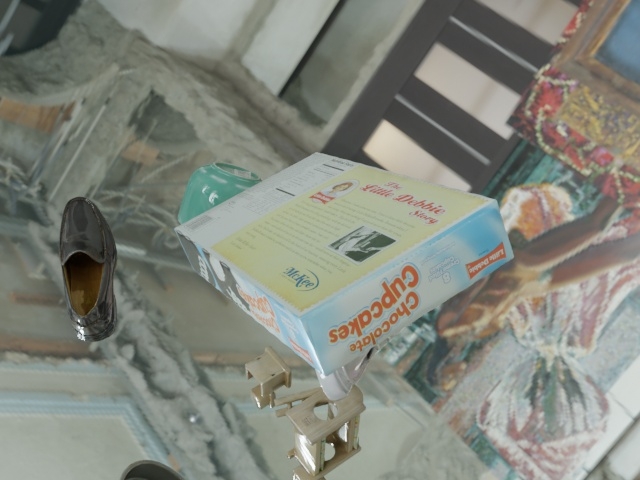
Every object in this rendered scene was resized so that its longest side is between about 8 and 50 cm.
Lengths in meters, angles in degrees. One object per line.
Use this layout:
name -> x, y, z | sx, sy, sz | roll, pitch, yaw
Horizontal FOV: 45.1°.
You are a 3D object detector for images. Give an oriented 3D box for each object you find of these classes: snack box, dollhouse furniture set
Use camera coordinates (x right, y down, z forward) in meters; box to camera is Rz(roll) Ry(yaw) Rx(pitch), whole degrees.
snack box -> 0.000, 0.000, 0.713 | 0.322, 0.187, 0.060 | 26, 142, 61
dollhouse furniture set -> -0.022, 0.253, 1.099 | 0.101, 0.182, 0.161 | -27, -128, -27

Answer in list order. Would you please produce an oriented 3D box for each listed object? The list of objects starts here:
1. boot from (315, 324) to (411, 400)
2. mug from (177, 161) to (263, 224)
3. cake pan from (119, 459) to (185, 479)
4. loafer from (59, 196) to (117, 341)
boot -> 0.065, 0.103, 1.004 | 0.258, 0.123, 0.095 | -77, -36, -63
mug -> -0.149, -0.066, 1.163 | 0.157, 0.097, 0.129 | 29, -163, 30
cake pan -> -0.353, 0.628, 1.699 | 0.293, 0.054, 0.293 | 47, -164, -18
loafer -> -0.255, 0.022, 0.842 | 0.061, 0.062, 0.170 | 101, 154, -65
